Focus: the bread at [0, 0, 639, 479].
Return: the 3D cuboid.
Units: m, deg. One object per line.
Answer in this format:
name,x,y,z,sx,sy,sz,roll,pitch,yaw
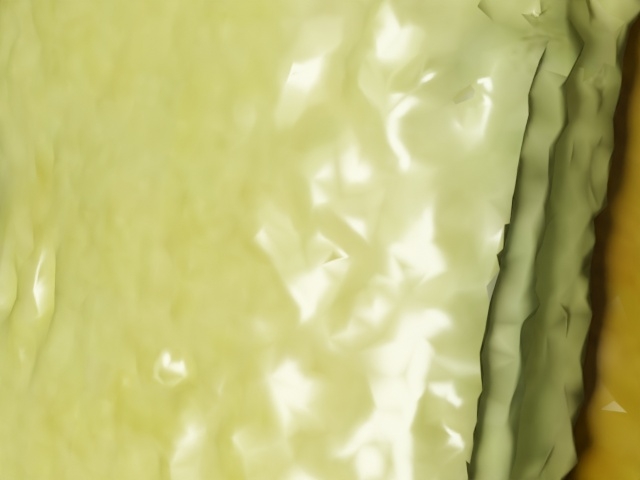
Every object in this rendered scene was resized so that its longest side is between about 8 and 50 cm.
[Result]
bread,0.000,0.000,0.490,0.236,0.165,0.375,17,102,46
